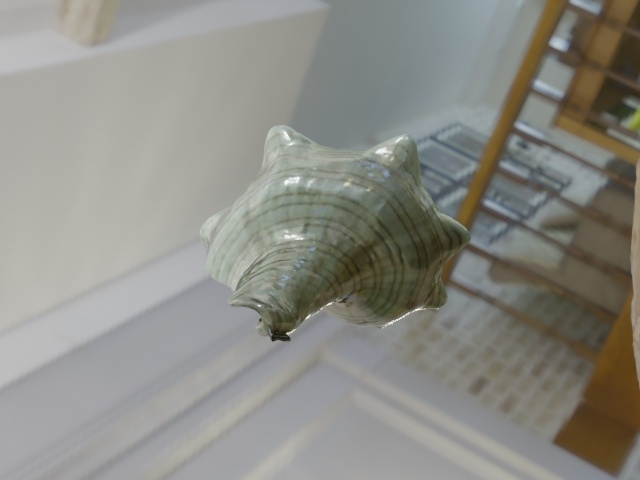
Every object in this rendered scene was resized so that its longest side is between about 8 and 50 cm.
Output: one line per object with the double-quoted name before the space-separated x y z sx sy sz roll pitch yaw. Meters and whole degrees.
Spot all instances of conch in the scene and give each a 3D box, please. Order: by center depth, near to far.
"conch" 0.001 -0.012 0.763 0.234 0.137 0.114 9 -84 -54

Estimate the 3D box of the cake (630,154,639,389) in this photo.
"cake" 0.349 -0.013 0.722 0.332 0.321 0.332 -177 90 -89
